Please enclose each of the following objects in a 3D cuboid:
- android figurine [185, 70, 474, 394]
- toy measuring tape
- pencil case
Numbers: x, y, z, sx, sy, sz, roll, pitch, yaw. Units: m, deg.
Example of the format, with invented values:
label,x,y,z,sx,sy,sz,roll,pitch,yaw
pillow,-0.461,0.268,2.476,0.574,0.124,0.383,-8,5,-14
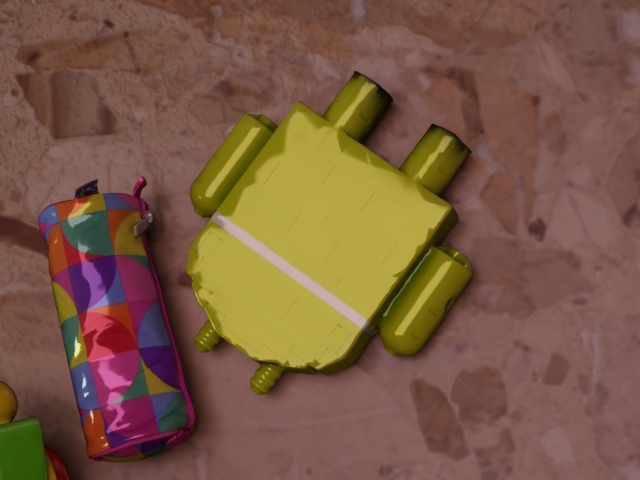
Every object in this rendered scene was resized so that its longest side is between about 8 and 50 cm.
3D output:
label,x,y,z,sx,sy,sz,roll,pitch,yaw
android figurine,0.000,0.000,1.499,0.248,0.056,0.273,34,88,16
toy measuring tape,-0.262,0.278,1.499,0.121,0.121,0.330,-6,97,12
pencil case,-0.172,0.068,1.506,0.104,0.104,0.236,-15,78,10
